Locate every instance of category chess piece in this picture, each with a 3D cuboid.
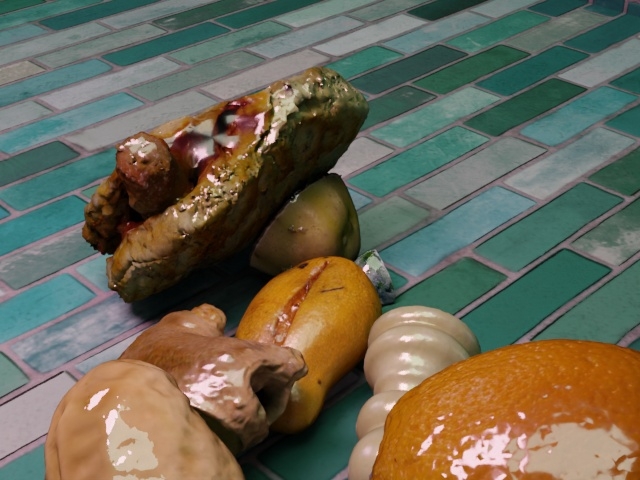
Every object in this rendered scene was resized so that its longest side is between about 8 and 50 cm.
[{"bbox_3d":[0.104,0.210,1.149,0.144,0.144,0.251,7,38,11],"label":"chess piece"}]

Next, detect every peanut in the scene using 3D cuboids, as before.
[{"bbox_3d":[-0.146,0.288,0.935,0.192,0.169,0.387,12,43,-46],"label":"peanut"}]

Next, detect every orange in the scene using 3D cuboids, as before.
[{"bbox_3d":[0.216,0.249,0.918,0.356,0.322,0.322,7,33,19],"label":"orange"}]

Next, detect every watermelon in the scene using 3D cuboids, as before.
[{"bbox_3d":[0.078,0.064,1.461,0.085,0.085,0.061,5,3,9],"label":"watermelon"}]

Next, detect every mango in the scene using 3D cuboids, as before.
[{"bbox_3d":[-0.020,0.122,1.287,0.177,0.120,0.295,10,34,19],"label":"mango"}]

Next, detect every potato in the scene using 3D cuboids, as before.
[{"bbox_3d":[0.000,0.000,1.466,0.117,0.182,0.202,39,23,14],"label":"potato"}]

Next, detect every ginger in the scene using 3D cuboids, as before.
[{"bbox_3d":[-0.144,0.161,1.166,0.275,0.130,0.221,-11,30,21],"label":"ginger"}]

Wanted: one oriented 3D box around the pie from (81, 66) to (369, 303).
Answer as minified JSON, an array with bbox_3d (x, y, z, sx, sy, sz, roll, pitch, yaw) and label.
[{"bbox_3d":[-0.130,-0.076,1.426,0.418,0.395,0.180,-26,78,-34],"label":"pie"}]
